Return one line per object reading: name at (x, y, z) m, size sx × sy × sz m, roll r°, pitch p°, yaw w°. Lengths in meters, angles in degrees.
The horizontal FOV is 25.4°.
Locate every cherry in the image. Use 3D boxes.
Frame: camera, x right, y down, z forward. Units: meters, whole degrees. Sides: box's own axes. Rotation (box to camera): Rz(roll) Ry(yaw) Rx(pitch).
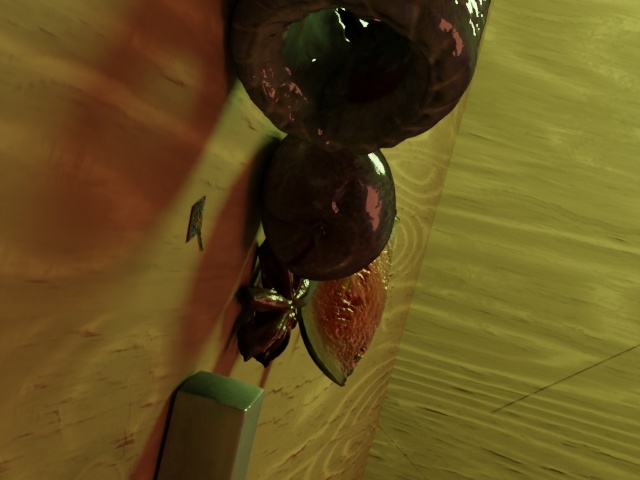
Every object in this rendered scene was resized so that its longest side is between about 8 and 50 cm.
cherry at (0.009, -0.044, 1.472) m, size 0.176 × 0.140 × 0.176 m, roll 1°, pitch 90°, yaw -81°

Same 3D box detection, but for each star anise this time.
star anise at (-0.050, 0.067, 1.555) m, size 0.168 × 0.057 × 0.168 m, roll 16°, pitch 90°, yaw -82°

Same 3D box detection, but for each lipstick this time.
lipstick at (-0.136, 0.316, 1.400) m, size 0.080 × 0.076 × 0.371 m, roll -40°, pitch 144°, yaw -73°

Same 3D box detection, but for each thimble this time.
thimble at (0.042, -0.196, 1.211) m, size 0.236 × 0.205 × 0.172 m, roll 90°, pitch 16°, yaw -56°

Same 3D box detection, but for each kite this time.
kite at (-0.109, -0.007, 1.253) m, size 0.044 × 0.002 × 0.078 m, roll -64°, pitch 166°, yaw -47°

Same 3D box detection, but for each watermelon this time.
watermelon at (0.030, 0.060, 1.833) m, size 0.063 × 0.119 × 0.245 m, roll 113°, pitch -3°, yaw -67°

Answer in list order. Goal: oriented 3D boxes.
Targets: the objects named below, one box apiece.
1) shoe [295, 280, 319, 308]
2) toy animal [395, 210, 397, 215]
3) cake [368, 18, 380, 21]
shoe at (0.000, 0.000, 1.653) m, size 0.079 × 0.078 × 0.195 m, roll -88°, pitch 180°, yaw -54°
toy animal at (0.042, -0.012, 1.969) m, size 0.148 × 0.084 × 0.233 m, roll -23°, pitch 130°, yaw -63°
cake at (0.100, -0.280, 1.715) m, size 0.295 × 0.112 × 0.116 m, roll -88°, pitch -165°, yaw -64°
